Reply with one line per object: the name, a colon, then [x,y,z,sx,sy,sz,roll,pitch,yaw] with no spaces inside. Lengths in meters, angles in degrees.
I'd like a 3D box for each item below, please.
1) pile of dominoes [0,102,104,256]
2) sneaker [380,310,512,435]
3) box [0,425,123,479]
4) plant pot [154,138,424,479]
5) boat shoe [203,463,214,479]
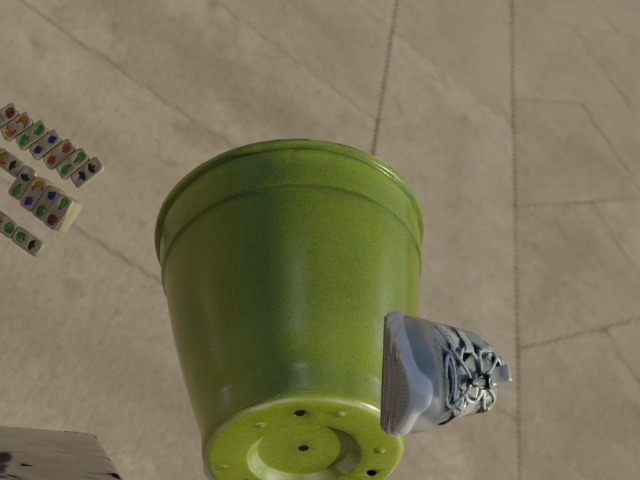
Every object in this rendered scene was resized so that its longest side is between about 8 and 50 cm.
pile of dominoes: [-0.505,-0.110,1.892,0.251,0.196,0.040,33,-1,17]
sneaker: [0.119,0.115,1.048,0.281,0.115,0.105,-16,108,-79]
box: [-0.267,0.217,0.628,0.293,0.395,0.212,9,86,-14]
plant pot: [-0.030,0.126,1.427,0.366,0.366,0.353,26,39,-29]
boat shoe: [-0.113,0.423,1.912,0.219,0.077,0.070,56,20,-16]
